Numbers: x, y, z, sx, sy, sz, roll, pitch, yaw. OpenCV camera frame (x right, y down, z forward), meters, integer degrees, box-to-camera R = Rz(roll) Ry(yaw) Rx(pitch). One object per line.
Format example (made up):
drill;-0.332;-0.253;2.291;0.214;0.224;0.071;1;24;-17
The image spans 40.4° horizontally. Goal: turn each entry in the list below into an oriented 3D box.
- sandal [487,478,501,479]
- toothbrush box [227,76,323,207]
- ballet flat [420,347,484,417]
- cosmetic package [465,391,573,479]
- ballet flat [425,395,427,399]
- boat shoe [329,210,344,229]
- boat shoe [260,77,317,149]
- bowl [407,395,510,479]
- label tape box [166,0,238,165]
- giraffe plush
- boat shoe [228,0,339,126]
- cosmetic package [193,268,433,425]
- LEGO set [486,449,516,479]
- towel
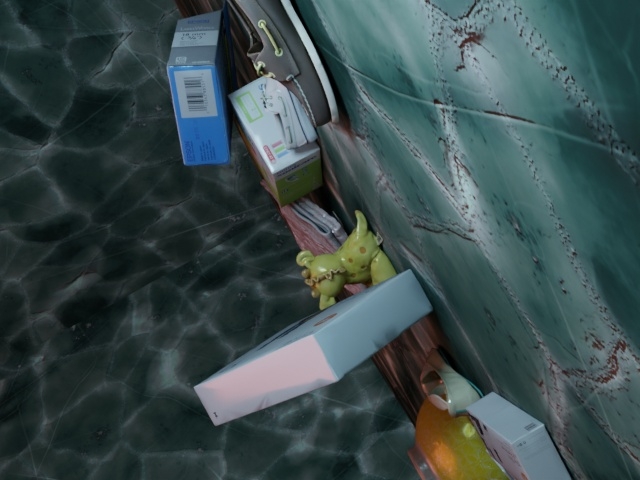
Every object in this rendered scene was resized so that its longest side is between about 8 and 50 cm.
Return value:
sandal;0.391;0.523;1.607;0.240;0.088;0.079;51;-150;-1
toothbrush box;-0.095;-0.220;1.961;0.206;0.122;0.283;60;174;11
ballet flat;0.232;0.271;1.648;0.086;0.086;0.248;62;176;-14
cosmetic package;0.294;0.306;1.316;0.099;0.060;0.239;60;176;-3
ballet flat;0.297;0.413;2.008;0.068;0.072;0.213;23;153;35
boat shoe;0.031;-0.034;2.196;0.049;0.043;0.137;61;174;17
boat shoe;-0.079;-0.275;1.711;0.226;0.076;0.083;63;174;-28
bowl;0.274;0.447;1.802;0.289;0.156;0.289;60;176;7
label tape box;-0.253;-0.353;1.913;0.333;0.106;0.240;-93;-1;-52
giraffe plush;0.050;0.060;1.772;0.181;0.170;0.210;59;175;25
boat shoe;-0.071;-0.305;1.312;0.324;0.097;0.116;63;175;-27
cosmetic package;-0.018;0.199;1.591;0.377;0.284;0.097;-30;92;45
LEGO set;0.385;0.448;1.443;0.182;0.060;0.244;49;-179;-20
towel;0.000;0.000;2.186;0.332;0.053;0.317;40;167;45
